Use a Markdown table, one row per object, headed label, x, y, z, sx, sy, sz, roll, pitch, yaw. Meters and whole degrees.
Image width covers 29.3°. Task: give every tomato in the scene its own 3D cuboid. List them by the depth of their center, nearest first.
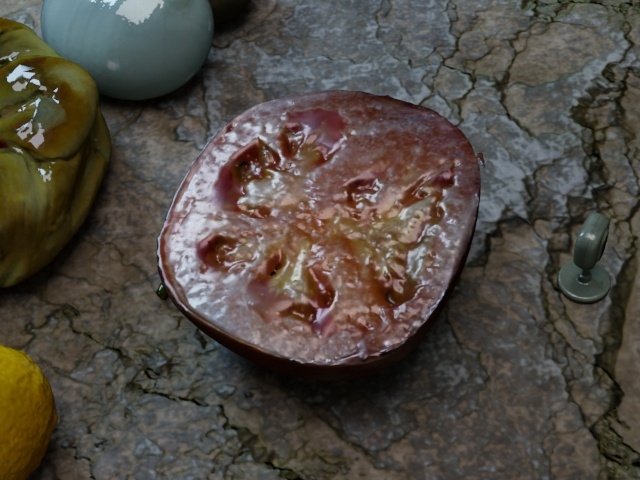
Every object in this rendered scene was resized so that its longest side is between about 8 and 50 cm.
| label | x | y | z | sx | sy | sz | roll | pitch | yaw |
| --- | --- | --- | --- | --- | --- | --- | --- | --- | --- |
| tomato | 0.007 | 0.008 | 1.235 | 0.338 | 0.144 | 0.338 | -5 | 53 | 7 |

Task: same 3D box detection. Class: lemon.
| label | x | y | z | sx | sy | sz | roll | pitch | yaw |
| --- | --- | --- | --- | --- | --- | --- | --- | --- | --- |
| lemon | -0.327 | 0.179 | 1.142 | 0.142 | 0.142 | 0.187 | 13 | 59 | 13 |

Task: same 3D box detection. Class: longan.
| label | x | y | z | sx | sy | sz | roll | pitch | yaw |
| --- | --- | --- | --- | --- | --- | --- | --- | --- | --- |
| longan | -0.136 | -0.316 | 1.511 | 0.119 | 0.106 | 0.106 | -23 | 43 | 39 |

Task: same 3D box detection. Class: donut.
| label | x | y | z | sx | sy | sz | roll | pitch | yaw |
| --- | --- | --- | --- | --- | --- | --- | --- | --- | --- |
| donut | -0.411 | -0.094 | 1.328 | 0.360 | 0.170 | 0.360 | -3 | 52 | 4 |

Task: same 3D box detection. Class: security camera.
| label | x | y | z | sx | sy | sz | roll | pitch | yaw |
| --- | --- | --- | --- | --- | --- | --- | --- | --- | --- |
| security camera | 0.273 | 0.016 | 1.238 | 0.058 | 0.092 | 0.058 | -1 | 54 | 2 |

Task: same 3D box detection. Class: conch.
| label | x | y | z | sx | sy | sz | roll | pitch | yaw |
| --- | --- | --- | --- | --- | --- | --- | --- | --- | --- |
| conch | -0.236 | -0.260 | 1.443 | 0.221 | 0.121 | 0.185 | 1 | 75 | 10 |

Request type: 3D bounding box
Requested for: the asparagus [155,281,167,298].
| label | x | y | z | sx | sy | sz | roll | pitch | yaw |
| --- | --- | --- | --- | --- | --- | --- | --- | --- | --- |
| asparagus | -0.140 | -0.004 | 1.333 | 0.016 | 0.016 | 0.163 | 3 | 54 | 30 |
